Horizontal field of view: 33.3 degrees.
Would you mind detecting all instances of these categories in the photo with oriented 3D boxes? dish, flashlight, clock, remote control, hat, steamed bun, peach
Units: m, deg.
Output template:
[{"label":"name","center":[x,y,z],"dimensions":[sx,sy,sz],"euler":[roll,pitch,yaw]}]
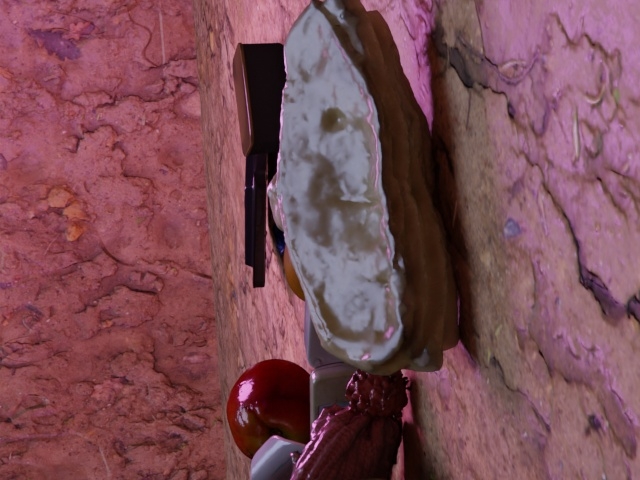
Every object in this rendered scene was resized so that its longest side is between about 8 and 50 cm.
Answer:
[{"label":"dish","center":[0.005,0.379,1.593],"dimensions":[0.154,0.234,0.064],"euler":[-50,-3,34]},{"label":"flashlight","center":[-0.086,-0.016,2.190],"dimensions":[0.057,0.035,0.121],"euler":[98,162,-46]},{"label":"clock","center":[-0.135,-0.075,2.247],"dimensions":[0.279,0.049,0.273],"euler":[-95,7,-60]},{"label":"remote control","center":[0.033,0.289,1.620],"dimensions":[0.038,0.098,0.233],"euler":[-107,16,-61]},{"label":"hat","center":[0.038,0.289,1.409],"dimensions":[0.107,0.236,0.286],"euler":[23,101,31]},{"label":"steamed bun","center":[0.043,-0.049,1.253],"dimensions":[0.247,0.189,0.428],"euler":[-18,81,36]},{"label":"peach","center":[-0.087,0.308,1.993],"dimensions":[0.197,0.197,0.197],"euler":[174,90,-78]}]

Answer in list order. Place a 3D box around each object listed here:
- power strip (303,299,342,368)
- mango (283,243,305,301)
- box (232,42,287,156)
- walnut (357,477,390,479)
[{"label":"power strip","center":[0.025,0.044,1.559],"dimensions":[0.062,0.091,0.385],"euler":[-108,16,-51]},{"label":"mango","center":[0.000,0.000,1.660],"dimensions":[0.136,0.099,0.227],"euler":[-101,20,-55]},{"label":"box","center":[-0.109,-0.270,2.043],"dimensions":[0.144,0.090,0.201],"euler":[136,127,-75]},{"label":"walnut","center":[0.074,0.400,1.265],"dimensions":[0.198,0.198,0.245],"euler":[110,152,-65]}]
